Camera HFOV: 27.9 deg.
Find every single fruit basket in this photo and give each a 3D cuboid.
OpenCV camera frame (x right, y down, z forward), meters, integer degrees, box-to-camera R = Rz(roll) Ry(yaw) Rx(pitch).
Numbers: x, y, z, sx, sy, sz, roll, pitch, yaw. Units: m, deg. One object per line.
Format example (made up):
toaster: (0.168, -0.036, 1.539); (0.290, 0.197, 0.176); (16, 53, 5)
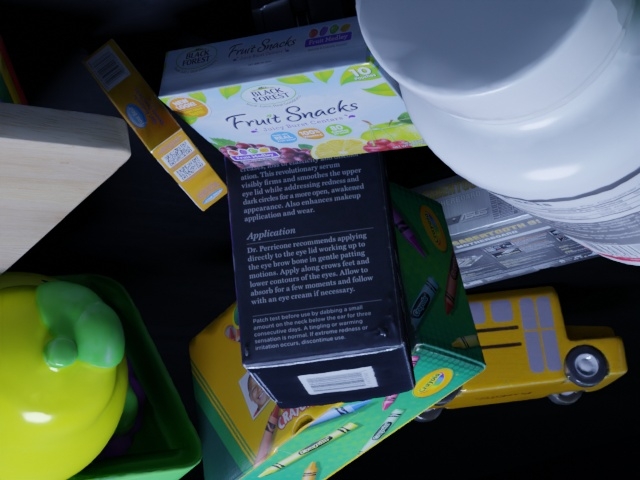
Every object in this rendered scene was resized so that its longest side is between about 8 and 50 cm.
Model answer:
fruit basket: (-0.280, 0.118, 1.060); (0.392, 0.283, 0.392); (-20, 142, -17)

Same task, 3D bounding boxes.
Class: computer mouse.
computer mouse: (-0.014, -0.143, 0.735); (0.071, 0.041, 0.242); (-10, 162, 7)

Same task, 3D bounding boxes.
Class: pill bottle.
pill bottle: (0.151, -0.097, 0.732); (0.176, 0.176, 0.318); (-18, 160, 26)

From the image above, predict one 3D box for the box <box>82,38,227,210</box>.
box: (-0.104, -0.070, 0.849); (0.028, 0.081, 0.136); (-37, 160, -4)

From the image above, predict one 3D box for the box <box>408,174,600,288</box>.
box: (0.178, -0.017, 1.184); (0.231, 0.056, 0.183); (-16, 160, 23)

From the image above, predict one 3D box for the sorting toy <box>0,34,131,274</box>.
sorting toy: (-0.289, -0.057, 0.794); (0.257, 0.089, 0.255); (5, 158, -33)

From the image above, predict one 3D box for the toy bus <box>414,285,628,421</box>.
toy bus: (0.186, 0.135, 1.533); (0.333, 0.130, 0.108); (-6, 161, -8)

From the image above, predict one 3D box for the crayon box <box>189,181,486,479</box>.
crayon box: (0.004, 0.097, 1.097); (0.081, 0.165, 0.278); (20, 134, -36)

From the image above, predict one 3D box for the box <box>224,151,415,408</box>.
box: (0.000, 0.000, 0.909); (0.108, 0.207, 0.153); (-8, 161, 4)

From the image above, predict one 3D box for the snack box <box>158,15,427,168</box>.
snack box: (-0.011, -0.087, 0.780); (0.141, 0.037, 0.100); (-6, 153, 27)
